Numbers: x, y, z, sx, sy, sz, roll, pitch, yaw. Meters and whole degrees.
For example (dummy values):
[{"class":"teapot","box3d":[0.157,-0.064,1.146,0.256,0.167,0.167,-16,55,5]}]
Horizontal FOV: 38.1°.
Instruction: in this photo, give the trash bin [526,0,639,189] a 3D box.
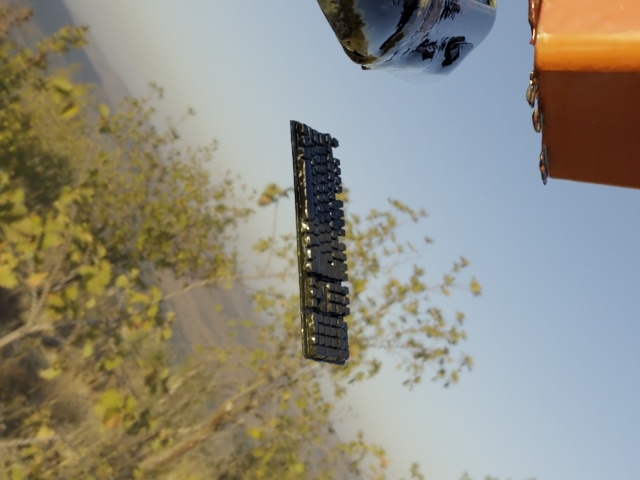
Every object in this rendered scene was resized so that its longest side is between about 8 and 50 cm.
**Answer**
[{"class":"trash bin","box3d":[0.227,-0.086,0.452,0.161,0.239,0.184,64,34,-53]}]

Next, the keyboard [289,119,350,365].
[{"class":"keyboard","box3d":[0.001,0.000,0.868,0.072,0.023,0.231,24,59,-57]}]

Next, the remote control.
[{"class":"remote control","box3d":[0.043,-0.120,0.419,0.090,0.066,0.266,67,15,-2]}]
